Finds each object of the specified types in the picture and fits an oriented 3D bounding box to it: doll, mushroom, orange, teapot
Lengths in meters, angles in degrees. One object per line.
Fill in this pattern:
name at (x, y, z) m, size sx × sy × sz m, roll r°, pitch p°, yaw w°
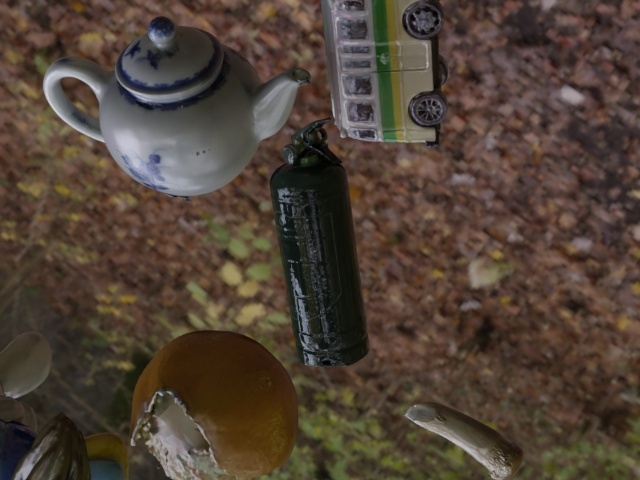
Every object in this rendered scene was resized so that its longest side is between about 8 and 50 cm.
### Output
doll at (-0.416, 0.226, 1.316) m, size 0.366 × 0.376 × 0.187 m, roll 23°, pitch 139°, yaw 43°
mushroom at (0.242, 0.328, 1.943) m, size 0.209 × 0.071 × 0.084 m, roll 30°, pitch -172°, yaw 13°
orange at (-0.098, 0.155, 1.035) m, size 0.156 × 0.156 × 0.134 m, roll 25°, pitch -167°, yaw 28°
teapot at (-0.212, -0.214, 1.722) m, size 0.424 × 0.252 × 0.280 m, roll 4°, pitch 138°, yaw 14°

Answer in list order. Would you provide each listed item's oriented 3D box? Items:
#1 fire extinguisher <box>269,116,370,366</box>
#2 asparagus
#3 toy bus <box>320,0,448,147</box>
fire extinguisher at (0.000, 0.000, 1.393) m, size 0.114 × 0.095 × 0.311 m, roll 17°, pitch 122°, yaw 54°
asparagus at (-0.214, 0.243, 0.846) m, size 0.080 × 0.080 × 0.287 m, roll 28°, pitch 115°, yaw 22°
toy bus at (0.095, -0.298, 1.697) m, size 0.179 × 0.143 × 0.305 m, roll -1°, pitch 126°, yaw 8°
